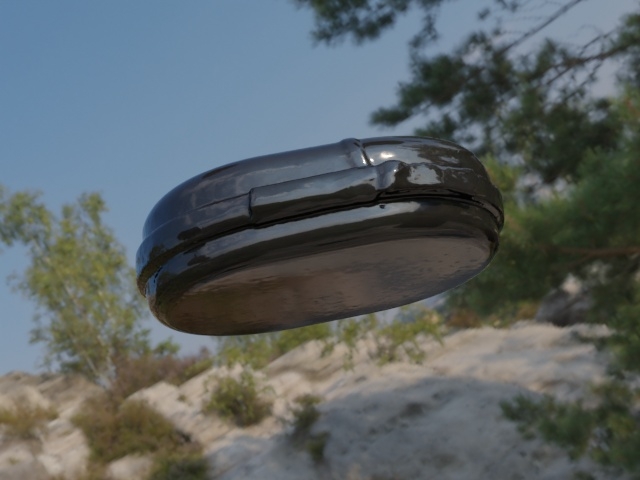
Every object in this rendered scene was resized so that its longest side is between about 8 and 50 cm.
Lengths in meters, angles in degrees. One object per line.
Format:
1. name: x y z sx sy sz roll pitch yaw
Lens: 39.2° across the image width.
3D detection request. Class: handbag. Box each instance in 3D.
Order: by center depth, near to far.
1. handbag: 0.000 -0.001 0.743 0.307 0.093 0.254 -11 -20 0
